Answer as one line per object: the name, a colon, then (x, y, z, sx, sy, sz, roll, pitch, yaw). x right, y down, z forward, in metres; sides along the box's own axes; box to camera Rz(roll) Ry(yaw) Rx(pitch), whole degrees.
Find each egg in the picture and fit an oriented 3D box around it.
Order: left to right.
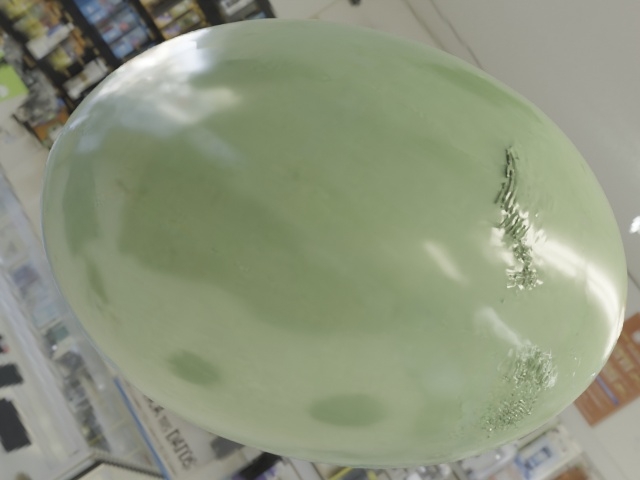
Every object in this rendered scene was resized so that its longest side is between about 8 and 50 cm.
egg: (0.000, 0.000, 0.446, 0.282, 0.203, 0.203, 15, -18, 21)
